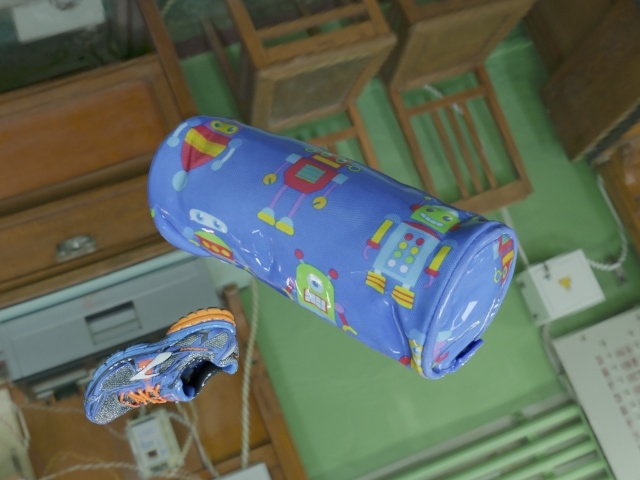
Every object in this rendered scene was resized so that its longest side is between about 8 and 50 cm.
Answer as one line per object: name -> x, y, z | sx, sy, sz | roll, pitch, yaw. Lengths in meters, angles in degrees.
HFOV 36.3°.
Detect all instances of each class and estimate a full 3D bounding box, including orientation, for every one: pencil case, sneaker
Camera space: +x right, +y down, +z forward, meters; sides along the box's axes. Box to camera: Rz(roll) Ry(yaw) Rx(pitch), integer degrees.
pencil case -> 0.000, 0.000, 0.759 | 0.119, 0.306, 0.133 | -35, 136, -38
sneaker -> -0.197, 0.168, 1.208 | 0.221, 0.087, 0.083 | -32, 145, 7
